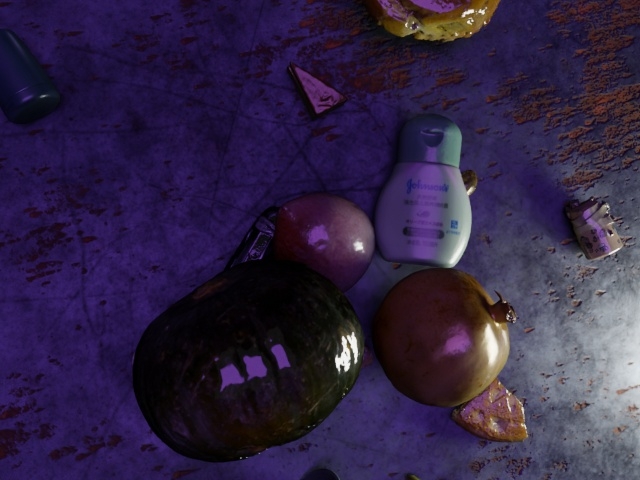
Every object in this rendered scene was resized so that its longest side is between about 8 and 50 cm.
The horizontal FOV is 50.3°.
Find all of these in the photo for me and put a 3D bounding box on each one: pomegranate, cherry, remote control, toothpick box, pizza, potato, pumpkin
[{"bbox_3d":[0.273,0.205,1.488,0.319,0.319,0.319,0,89,-8],"label":"pomegranate"},{"bbox_3d":[0.007,0.007,1.486,0.239,0.239,0.206,-44,71,-6],"label":"cherry"},{"bbox_3d":[-0.151,0.039,1.548,0.090,0.066,0.266,32,85,-10],"label":"remote control"},{"bbox_3d":[-0.656,-0.354,1.458,0.120,0.120,0.184,-33,91,-7],"label":"toothpick box"},{"bbox_3d":[0.406,0.400,1.630,0.182,0.062,0.161,5,95,-3],"label":"pizza"},{"bbox_3d":[0.345,-0.128,1.631,0.046,0.045,0.092,33,81,33],"label":"potato"},{"bbox_3d":[-0.133,0.229,1.309,0.454,0.454,0.344,-26,99,-8],"label":"pumpkin"}]

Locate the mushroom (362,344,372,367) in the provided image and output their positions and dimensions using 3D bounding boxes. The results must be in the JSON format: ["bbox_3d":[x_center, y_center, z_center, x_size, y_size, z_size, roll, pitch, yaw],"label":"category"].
[{"bbox_3d":[0.031,0.308,1.582,0.202,0.054,0.059,-34,73,-2],"label":"mushroom"}]

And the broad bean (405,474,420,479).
[{"bbox_3d":[0.245,0.721,1.597,0.077,0.061,0.339,-12,92,-15],"label":"broad bean"}]

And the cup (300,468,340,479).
[{"bbox_3d":[0.023,0.636,1.525,0.150,0.199,0.199,40,84,-24],"label":"cup"}]

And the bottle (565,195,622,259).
[{"bbox_3d":[0.661,-0.037,1.652,0.099,0.099,0.152,-24,89,-8],"label":"bottle"}]

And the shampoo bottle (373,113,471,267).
[{"bbox_3d":[0.240,-0.116,1.563,0.222,0.151,0.349,6,88,5],"label":"shampoo bottle"}]

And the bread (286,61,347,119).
[{"bbox_3d":[-0.010,-0.360,1.571,0.084,0.074,0.139,-28,91,-7],"label":"bread"}]

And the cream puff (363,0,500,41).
[{"bbox_3d":[0.244,-0.587,1.529,0.343,0.231,0.327,-43,93,-3],"label":"cream puff"}]

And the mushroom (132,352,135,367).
[{"bbox_3d":[-0.310,0.279,1.514,0.212,0.088,0.097,9,58,-13],"label":"mushroom"}]
